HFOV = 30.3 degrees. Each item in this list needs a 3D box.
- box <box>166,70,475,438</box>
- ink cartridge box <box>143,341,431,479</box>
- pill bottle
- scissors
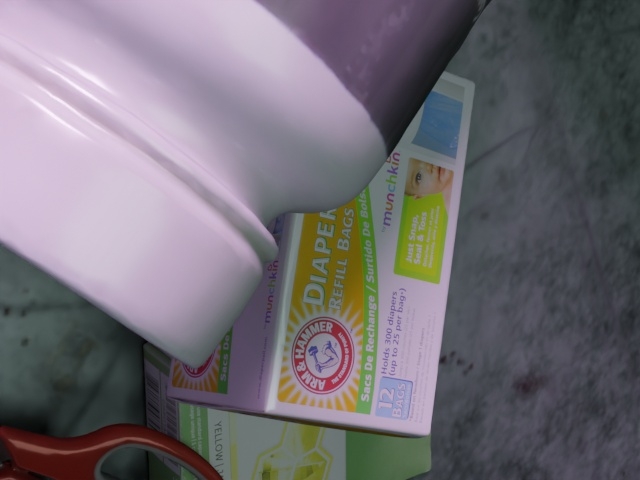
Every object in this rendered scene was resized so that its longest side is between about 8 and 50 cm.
[{"bbox_3d":[0.000,0.000,0.656,0.114,0.103,0.203,13,81,-35],"label":"box"},{"bbox_3d":[0.000,0.123,0.774,0.235,0.056,0.171,-13,113,-32],"label":"ink cartridge box"},{"bbox_3d":[-0.022,-0.142,0.505,0.204,0.204,0.361,40,80,-40],"label":"pill bottle"},{"bbox_3d":[-0.174,0.103,0.622,0.109,0.021,0.297,-49,119,1],"label":"scissors"}]
